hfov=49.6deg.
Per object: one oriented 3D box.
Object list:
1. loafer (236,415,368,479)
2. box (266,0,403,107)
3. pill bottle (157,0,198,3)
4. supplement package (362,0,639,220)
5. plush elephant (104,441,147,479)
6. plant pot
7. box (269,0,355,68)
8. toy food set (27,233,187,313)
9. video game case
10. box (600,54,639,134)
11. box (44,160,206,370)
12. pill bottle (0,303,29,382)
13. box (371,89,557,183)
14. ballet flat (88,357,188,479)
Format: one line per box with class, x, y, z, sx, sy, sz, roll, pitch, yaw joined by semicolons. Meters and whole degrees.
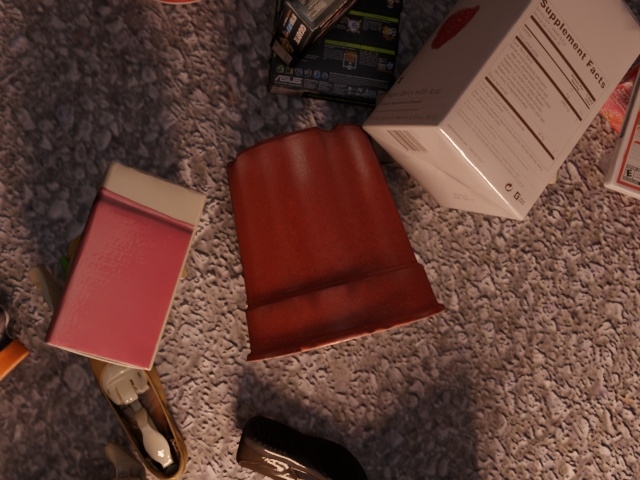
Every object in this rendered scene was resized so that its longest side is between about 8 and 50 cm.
loafer;-0.027;0.332;1.015;0.220;0.080;0.078;31;116;-11
box;0.023;-0.303;1.039;0.191;0.045;0.184;5;86;-11
pill bottle;-0.178;-0.442;0.833;0.210;0.363;0.210;0;90;-12
supplement package;0.231;-0.199;0.878;0.175;0.177;0.293;41;80;-25
plush elephant;-0.274;0.417;0.865;0.330;0.272;0.255;-5;106;-40
plant pot;0.000;0.000;0.933;0.273;0.272;0.265;-14;84;-12
box;0.032;-0.342;0.929;0.051;0.175;0.220;45;81;-7
toy food set;-0.295;0.045;0.976;0.192;0.038;0.132;-30;101;-22
video game case;0.555;-0.184;1.033;0.204;0.025;0.285;18;89;-9
box;0.576;-0.192;1.113;0.128;0.122;0.257;-45;98;-8
box;-0.251;0.036;0.888;0.127;0.149;0.232;20;77;-19
pill bottle;-0.494;0.093;0.882;0.246;0.130;0.130;45;81;-9
box;0.218;-0.150;1.030;0.275;0.094;0.113;6;92;-20
ballet flat;-0.248;0.229;0.961;0.080;0.073;0.232;-30;95;-11
